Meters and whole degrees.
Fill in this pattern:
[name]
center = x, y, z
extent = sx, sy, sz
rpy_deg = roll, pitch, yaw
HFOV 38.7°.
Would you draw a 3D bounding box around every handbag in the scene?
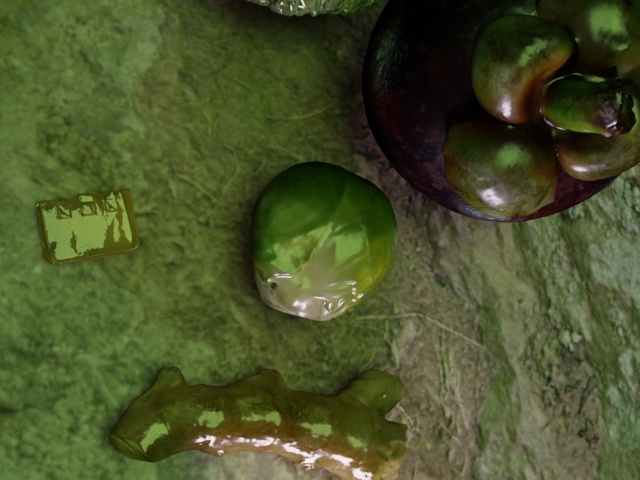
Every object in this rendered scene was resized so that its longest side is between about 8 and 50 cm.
[handbag]
center = -0.209, -0.013, 0.819
extent = 0.083, 0.027, 0.061
rpy_deg = -8, 88, -26

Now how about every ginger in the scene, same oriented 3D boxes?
[ginger]
center = -0.047, 0.176, 0.850
extent = 0.299, 0.065, 0.117
rpy_deg = 6, 67, -27

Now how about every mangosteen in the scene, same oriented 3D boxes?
[mangosteen]
center = 0.201, -0.151, 0.886
extent = 0.301, 0.300, 0.300
rpy_deg = 4, 81, -26

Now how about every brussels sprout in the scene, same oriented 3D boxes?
[brussels sprout]
center = 0.001, 0.000, 0.871
extent = 0.155, 0.117, 0.155
rpy_deg = 0, 90, -6

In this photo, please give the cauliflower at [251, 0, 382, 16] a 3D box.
[cauliflower]
center = -0.025, -0.350, 0.835
extent = 0.275, 0.250, 0.272
rpy_deg = -5, 83, -22
